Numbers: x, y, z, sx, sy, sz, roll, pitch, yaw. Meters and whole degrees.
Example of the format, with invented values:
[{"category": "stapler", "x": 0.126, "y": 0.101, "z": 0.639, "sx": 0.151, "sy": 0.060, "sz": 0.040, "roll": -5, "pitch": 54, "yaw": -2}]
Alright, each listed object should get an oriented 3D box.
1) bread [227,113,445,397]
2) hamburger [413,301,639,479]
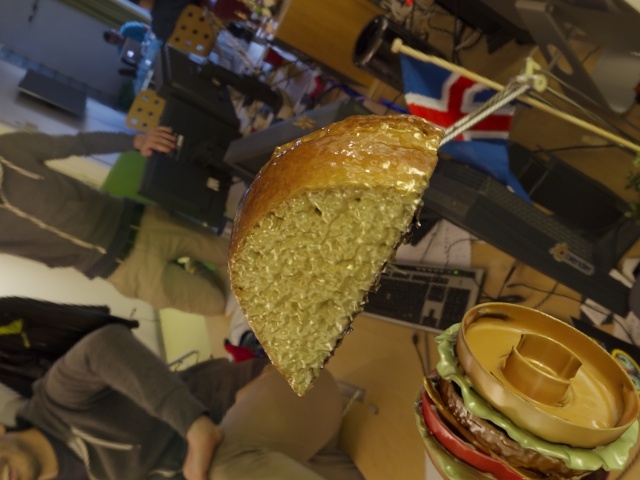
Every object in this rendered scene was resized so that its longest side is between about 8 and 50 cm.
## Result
[{"category": "bread", "x": -0.010, "y": 0.001, "z": 0.520, "sx": 0.129, "sy": 0.134, "sz": 0.260, "roll": -72, "pitch": 6, "yaw": -59}, {"category": "hamburger", "x": 0.253, "y": 0.232, "z": 0.811, "sx": 0.274, "sy": 0.275, "sz": 0.212, "roll": -115, "pitch": 38, "yaw": -56}]
